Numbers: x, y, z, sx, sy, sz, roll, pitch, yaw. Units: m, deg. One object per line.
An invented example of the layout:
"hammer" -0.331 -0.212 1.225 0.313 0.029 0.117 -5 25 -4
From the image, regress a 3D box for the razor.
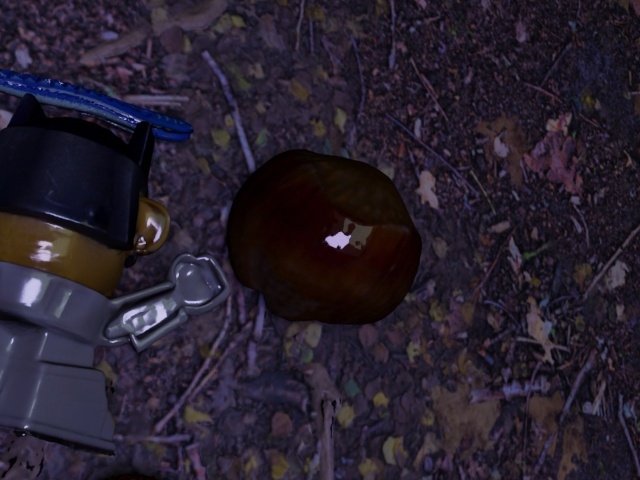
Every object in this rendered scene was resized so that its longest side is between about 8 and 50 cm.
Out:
"razor" -0.267 -0.151 0.662 0.324 0.093 0.056 24 109 -31

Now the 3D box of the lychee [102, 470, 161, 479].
"lychee" -0.170 0.258 0.599 0.129 0.123 0.123 -10 86 -25

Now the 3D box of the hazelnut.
"hazelnut" 0.004 -0.006 0.754 0.201 0.160 0.170 26 47 14

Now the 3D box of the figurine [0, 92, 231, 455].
"figurine" -0.223 0.019 0.597 0.308 0.143 0.308 5 81 -32
